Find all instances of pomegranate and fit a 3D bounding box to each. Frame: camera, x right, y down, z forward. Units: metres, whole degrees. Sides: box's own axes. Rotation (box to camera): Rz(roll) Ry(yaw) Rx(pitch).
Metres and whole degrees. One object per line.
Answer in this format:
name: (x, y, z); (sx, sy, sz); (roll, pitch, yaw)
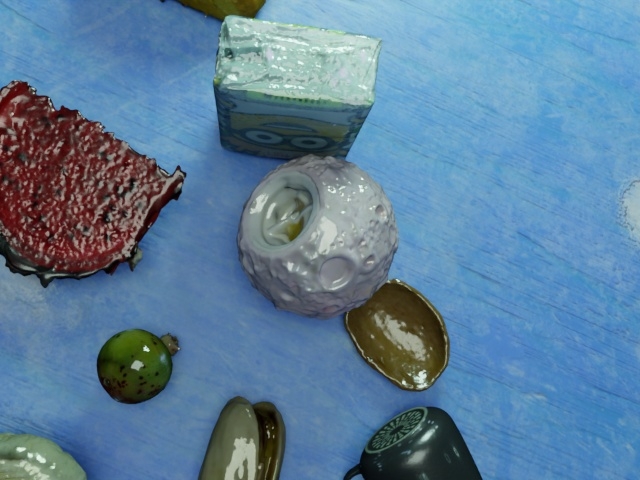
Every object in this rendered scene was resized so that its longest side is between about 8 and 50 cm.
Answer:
pomegranate: (-0.287, 0.199, 1.162); (0.130, 0.130, 0.130); (1, 81, -7)

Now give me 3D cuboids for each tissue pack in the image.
tissue pack: (-0.047, -0.222, 1.159); (0.228, 0.311, 0.127); (7, 80, -6)

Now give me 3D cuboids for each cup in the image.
cup: (0.146, 0.383, 1.182); (0.223, 0.169, 0.176); (-34, 95, 24)

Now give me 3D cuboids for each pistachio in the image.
pistachio: (-0.128, 0.353, 1.164); (0.130, 0.131, 0.206); (29, 67, -48)

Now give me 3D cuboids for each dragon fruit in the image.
dragon fruit: (-0.423, -0.072, 1.195); (0.344, 0.100, 0.282); (33, 80, 2)

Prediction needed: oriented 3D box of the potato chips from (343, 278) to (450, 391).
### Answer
potato chips: (0.132, 0.157, 1.256); (0.202, 0.049, 0.150); (41, 82, -1)

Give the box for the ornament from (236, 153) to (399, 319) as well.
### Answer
ornament: (0.000, 0.000, 1.167); (0.260, 0.225, 0.259); (-15, 61, 29)

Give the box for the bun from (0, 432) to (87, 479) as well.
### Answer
bun: (-0.459, 0.381, 1.098); (0.244, 0.153, 0.243); (0, 99, 2)

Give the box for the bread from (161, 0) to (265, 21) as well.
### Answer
bread: (-0.227, -0.522, 1.250); (0.340, 0.179, 0.194); (24, 80, -3)
